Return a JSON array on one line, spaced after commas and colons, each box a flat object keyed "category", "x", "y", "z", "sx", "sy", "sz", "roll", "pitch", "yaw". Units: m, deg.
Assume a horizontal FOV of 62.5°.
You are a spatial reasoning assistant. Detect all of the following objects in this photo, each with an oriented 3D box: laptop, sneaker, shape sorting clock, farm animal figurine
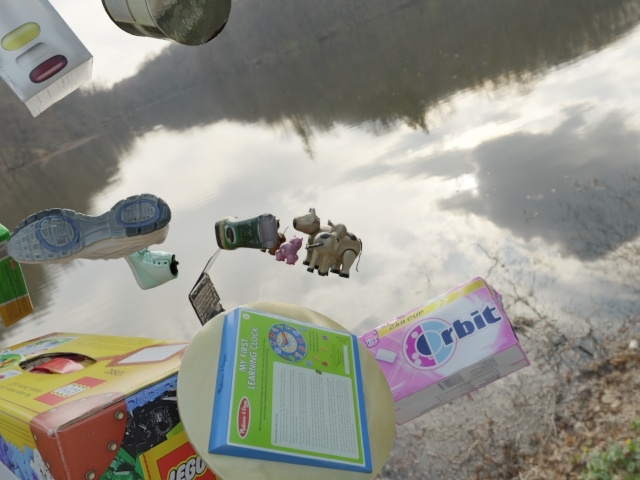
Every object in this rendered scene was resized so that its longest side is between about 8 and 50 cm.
[{"category": "laptop", "x": -0.348, "y": 0.162, "z": 1.801, "sx": 0.137, "sy": 0.264, "sz": 0.234, "roll": -20, "pitch": 14, "yaw": 9}, {"category": "sneaker", "x": -0.538, "y": 0.026, "z": 1.652, "sx": 0.151, "sy": 0.255, "sz": 0.094, "roll": -16, "pitch": 24, "yaw": 12}, {"category": "sneaker", "x": -0.432, "y": 0.002, "z": 1.012, "sx": 0.298, "sy": 0.110, "sz": 0.129, "roll": -10, "pitch": -26, "yaw": -13}, {"category": "shape sorting clock", "x": -0.028, "y": 0.140, "z": 0.485, "sx": 0.040, "sy": 0.206, "sz": 0.206, "roll": -60, "pitch": -6, "yaw": 37}, {"category": "farm animal figurine", "x": 0.000, "y": 0.000, "z": 1.531, "sx": 0.327, "sy": 0.172, "sz": 0.330, "roll": 17, "pitch": 1, "yaw": -40}]

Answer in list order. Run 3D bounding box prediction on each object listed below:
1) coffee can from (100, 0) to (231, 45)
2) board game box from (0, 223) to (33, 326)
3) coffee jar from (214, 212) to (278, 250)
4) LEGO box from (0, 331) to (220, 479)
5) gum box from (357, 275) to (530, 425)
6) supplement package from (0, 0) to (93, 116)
[{"category": "coffee can", "x": -0.365, "y": -0.569, "z": 1.224, "sx": 0.202, "sy": 0.201, "sz": 0.275, "roll": -32, "pitch": 39, "yaw": -27}, {"category": "board game box", "x": -0.736, "y": 0.003, "z": 1.085, "sx": 0.317, "sy": 0.242, "sz": 0.064, "roll": 32, "pitch": 45, "yaw": 20}, {"category": "coffee jar", "x": -0.204, "y": -0.022, "z": 1.420, "sx": 0.185, "sy": 0.096, "sz": 0.079, "roll": -1, "pitch": 9, "yaw": 38}, {"category": "LEGO box", "x": -0.283, "y": 0.325, "z": 0.663, "sx": 0.501, "sy": 0.372, "sz": 0.193, "roll": -8, "pitch": 7, "yaw": 44}, {"category": "gum box", "x": 0.152, "y": 0.134, "z": 0.654, "sx": 0.189, "sy": 0.062, "sz": 0.107, "roll": -30, "pitch": 42, "yaw": 13}, {"category": "supplement package", "x": -0.552, "y": -0.380, "z": 0.938, "sx": 0.145, "sy": 0.261, "sz": 0.204, "roll": -42, "pitch": 20, "yaw": -15}]
